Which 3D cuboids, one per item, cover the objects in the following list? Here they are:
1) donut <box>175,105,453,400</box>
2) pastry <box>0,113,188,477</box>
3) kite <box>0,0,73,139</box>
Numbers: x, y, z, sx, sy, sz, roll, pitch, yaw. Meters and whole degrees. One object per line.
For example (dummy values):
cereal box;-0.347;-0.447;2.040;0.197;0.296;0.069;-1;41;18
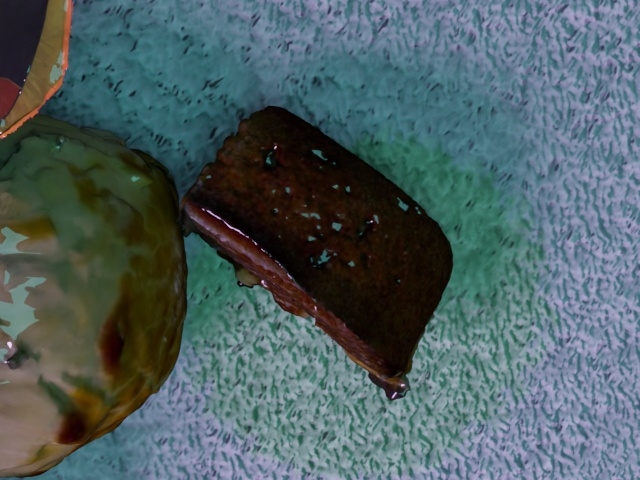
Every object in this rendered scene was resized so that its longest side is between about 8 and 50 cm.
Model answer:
donut;0.009;0.004;1.111;0.186;0.144;0.126;30;78;8
pastry;-0.194;0.046;1.061;0.237;0.170;0.256;7;98;-20
kite;-0.283;-0.186;0.979;0.377;0.013;0.327;-38;81;15
